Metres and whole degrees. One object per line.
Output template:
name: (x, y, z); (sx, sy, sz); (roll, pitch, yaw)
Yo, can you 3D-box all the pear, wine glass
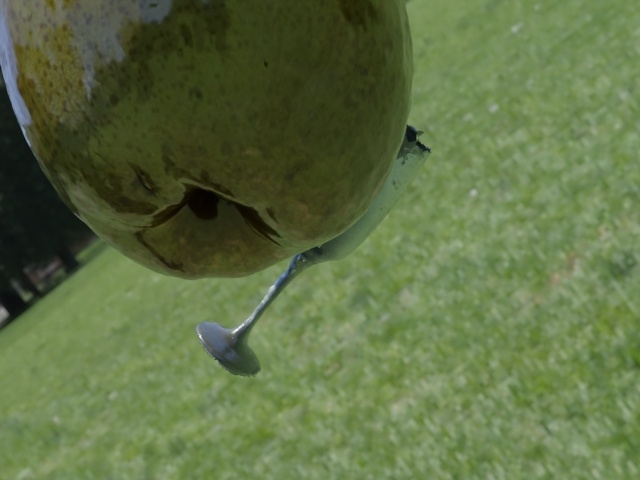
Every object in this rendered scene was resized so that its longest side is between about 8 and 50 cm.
pear: (-0.052, -0.091, 0.650); (0.188, 0.211, 0.228); (-15, -21, 1)
wine glass: (0.000, 0.000, 1.177); (0.262, 0.074, 0.074); (-50, 4, 14)
